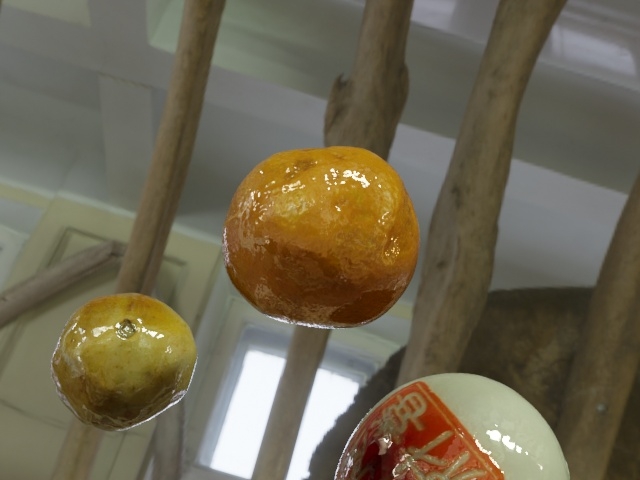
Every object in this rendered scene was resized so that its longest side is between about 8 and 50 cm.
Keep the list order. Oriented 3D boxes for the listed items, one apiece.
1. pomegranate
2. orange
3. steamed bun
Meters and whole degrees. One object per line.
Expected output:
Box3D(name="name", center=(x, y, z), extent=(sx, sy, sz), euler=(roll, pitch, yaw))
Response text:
Box3D(name="pomegranate", center=(-0.318, 0.190, 1.244), extent=(0.233, 0.233, 0.233), euler=(11, -33, 7))
Box3D(name="orange", center=(0.000, 0.000, 1.020), extent=(0.261, 0.261, 0.261), euler=(11, -33, 7))
Box3D(name="steamed bun", center=(0.164, 0.362, 1.130), extent=(0.241, 0.374, 0.374), euler=(36, -38, -29))
